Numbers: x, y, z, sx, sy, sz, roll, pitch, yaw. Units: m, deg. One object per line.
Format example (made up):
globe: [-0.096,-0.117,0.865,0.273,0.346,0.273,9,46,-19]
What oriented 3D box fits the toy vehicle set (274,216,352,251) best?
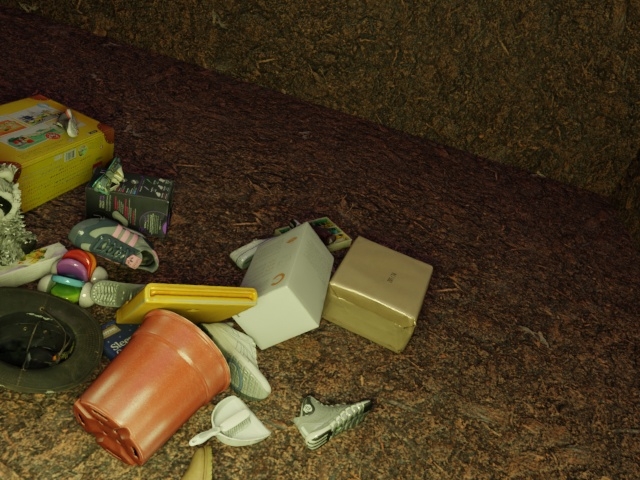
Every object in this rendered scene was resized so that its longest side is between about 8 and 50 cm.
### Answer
toy vehicle set: [-0.027,-0.010,2.127,0.266,0.035,0.166,-16,46,-40]

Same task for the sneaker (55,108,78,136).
sneaker: [-0.909,-0.410,1.955,0.064,0.061,0.158,-23,44,-9]

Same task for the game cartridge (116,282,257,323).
game cartridge: [-0.361,0.175,1.447,0.285,0.323,0.053,6,72,-31]

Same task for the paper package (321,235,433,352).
paper package: [0.194,0.172,1.850,0.309,0.168,0.325,24,35,9]

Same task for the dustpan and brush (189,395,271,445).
dustpan and brush: [-0.234,0.460,1.340,0.147,0.060,0.211,38,39,28]

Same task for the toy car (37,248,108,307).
toy car: [-0.709,0.099,1.576,0.159,0.136,0.182,15,34,-5]

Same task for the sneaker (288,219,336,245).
sneaker: [0.000,0.000,1.970,0.162,0.107,0.281,7,22,-26]

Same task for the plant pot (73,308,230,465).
plant pot: [-0.397,0.347,1.266,0.272,0.272,0.265,27,45,15]

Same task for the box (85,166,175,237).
box: [-0.657,-0.131,1.901,0.270,0.165,0.143,10,37,-11]

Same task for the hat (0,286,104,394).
hat: [-0.716,0.266,1.338,0.331,0.134,0.331,27,33,-20]

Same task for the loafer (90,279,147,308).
loafer: [-0.538,0.161,1.576,0.251,0.094,0.087,22,-11,-33]

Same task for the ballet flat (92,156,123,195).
ballet flat: [-0.687,-0.207,1.806,0.070,0.070,0.188,15,39,-4]

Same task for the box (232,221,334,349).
box: [-0.108,0.131,1.684,0.168,0.215,0.345,53,27,-22]

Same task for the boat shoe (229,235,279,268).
boat shoe: [-0.221,0.024,1.948,0.075,0.083,0.226,37,39,25]

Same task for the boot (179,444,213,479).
boot: [-0.367,0.533,1.156,0.269,0.089,0.236,6,29,-10]

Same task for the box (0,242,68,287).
box: [-0.885,0.093,1.570,0.063,0.067,0.324,34,38,26]

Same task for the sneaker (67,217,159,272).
sneaker: [-0.605,0.022,1.655,0.131,0.112,0.319,45,10,23]

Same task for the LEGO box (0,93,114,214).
LEGO box: [-1.059,-0.321,1.966,0.372,0.193,0.500,25,34,11]

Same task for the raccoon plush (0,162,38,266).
raccoon plush: [-0.987,-0.114,1.542,0.446,0.299,0.216,24,33,31]

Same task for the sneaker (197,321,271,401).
sneaker: [-0.222,0.317,1.515,0.129,0.111,0.297,-12,44,-44]

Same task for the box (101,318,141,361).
box: [-0.518,0.283,1.491,0.225,0.037,0.136,33,37,24]

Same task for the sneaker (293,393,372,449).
sneaker: [0.025,0.446,1.459,0.228,0.086,0.132,-16,44,-38]
